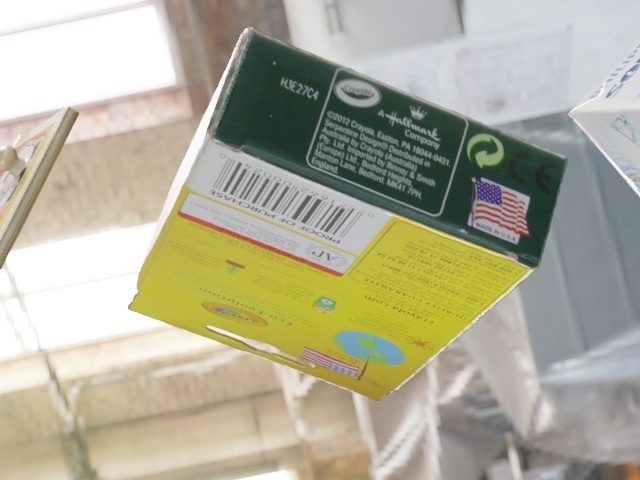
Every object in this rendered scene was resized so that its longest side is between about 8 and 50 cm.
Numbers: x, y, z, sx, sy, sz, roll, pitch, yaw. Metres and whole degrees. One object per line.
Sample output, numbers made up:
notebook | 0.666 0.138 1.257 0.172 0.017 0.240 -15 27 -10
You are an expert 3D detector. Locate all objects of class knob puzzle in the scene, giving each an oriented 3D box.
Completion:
knob puzzle | -0.249 0.001 1.134 0.030 0.213 0.213 34 -160 -22

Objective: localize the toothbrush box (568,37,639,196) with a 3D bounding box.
toothbrush box | 0.293 -0.032 0.844 0.216 0.126 0.295 47 170 -16

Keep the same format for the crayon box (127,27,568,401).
crayon box | 0.000 0.000 1.067 0.318 0.202 0.081 129 161 -65
